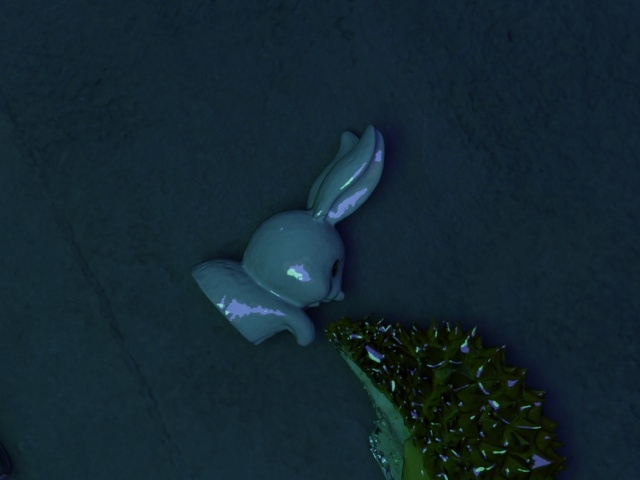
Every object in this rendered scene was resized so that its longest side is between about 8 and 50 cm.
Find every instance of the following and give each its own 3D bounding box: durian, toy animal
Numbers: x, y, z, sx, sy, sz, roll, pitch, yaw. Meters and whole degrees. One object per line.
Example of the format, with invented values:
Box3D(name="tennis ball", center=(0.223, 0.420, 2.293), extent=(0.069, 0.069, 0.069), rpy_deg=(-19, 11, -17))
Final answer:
Box3D(name="durian", center=(0.121, 0.188, 1.499), extent=(0.172, 0.166, 0.306), rpy_deg=(-34, 97, -36))
Box3D(name="toy animal", center=(-0.002, 0.002, 1.515), extent=(0.221, 0.104, 0.131), rpy_deg=(-42, 86, -2))

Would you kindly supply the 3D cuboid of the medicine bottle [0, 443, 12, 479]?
Box3D(name="medicine bottle", center=(-0.387, 0.237, 1.500), extent=(0.188, 0.094, 0.119), rpy_deg=(-35, 89, -2))
